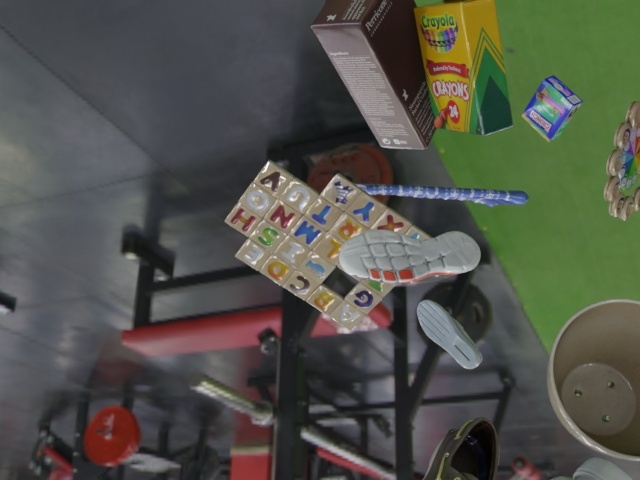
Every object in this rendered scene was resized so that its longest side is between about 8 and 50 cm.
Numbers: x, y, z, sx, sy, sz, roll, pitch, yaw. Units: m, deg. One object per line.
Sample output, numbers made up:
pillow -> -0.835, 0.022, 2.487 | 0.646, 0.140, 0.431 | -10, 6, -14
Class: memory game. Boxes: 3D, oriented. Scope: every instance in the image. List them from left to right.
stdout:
memory game -> 0.450, -0.117, 1.136 | 0.012, 0.186, 0.186 | 19, 170, 40

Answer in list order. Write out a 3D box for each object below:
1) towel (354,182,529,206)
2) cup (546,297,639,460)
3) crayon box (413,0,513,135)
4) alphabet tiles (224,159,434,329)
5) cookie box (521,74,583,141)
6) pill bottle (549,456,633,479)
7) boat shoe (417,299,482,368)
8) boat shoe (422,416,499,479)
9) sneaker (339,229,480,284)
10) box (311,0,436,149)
towel -> 0.246, -0.096, 1.701 | 0.336, 0.040, 0.243 | 2, -177, -5
cup -> 0.628, 0.317, 1.714 | 0.331, 0.331, 0.237 | 1, 158, 1
crayon box -> 0.289, -0.386, 1.653 | 0.081, 0.318, 0.202 | -18, -163, -16
alphabet tiles -> 0.000, 0.000, 1.057 | 0.237, 0.009, 0.198 | 33, 124, -10
cookie box -> 0.494, -0.281, 1.709 | 0.040, 0.092, 0.107 | -23, 152, -34
pill bottle -> 0.429, 0.538, 1.424 | 0.318, 0.176, 0.176 | -36, 163, -20
boat shoe -> 0.348, 0.256, 2.160 | 0.083, 0.226, 0.076 | -43, 160, 18
boat shoe -> 0.225, 0.408, 1.300 | 0.116, 0.324, 0.097 | 37, 120, 3
sneaker -> 0.093, 0.028, 0.864 | 0.158, 0.061, 0.065 | 1, 155, -15
box -> 0.151, -0.397, 1.764 | 0.143, 0.191, 0.381 | 8, 150, 39
